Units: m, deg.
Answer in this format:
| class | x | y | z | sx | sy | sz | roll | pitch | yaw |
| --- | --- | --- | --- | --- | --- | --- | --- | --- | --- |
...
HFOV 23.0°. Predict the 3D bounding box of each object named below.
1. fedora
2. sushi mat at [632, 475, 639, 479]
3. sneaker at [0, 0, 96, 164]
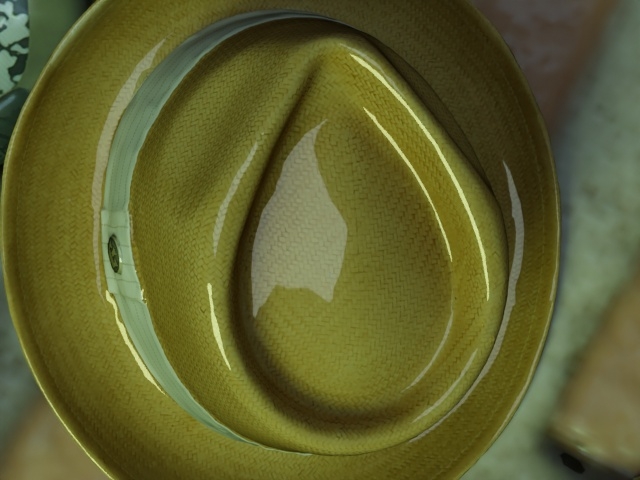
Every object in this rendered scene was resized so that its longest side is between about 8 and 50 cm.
| class | x | y | z | sx | sy | sz | roll | pitch | yaw |
| --- | --- | --- | --- | --- | --- | --- | --- | --- | --- |
| fedora | 0.000 | 0.000 | 0.461 | 0.194 | 0.079 | 0.194 | -1 | 93 | -16 |
| sushi mat | 0.189 | 0.207 | 0.473 | 0.151 | 0.019 | 0.316 | -20 | 81 | 3 |
| sneaker | -0.214 | -0.194 | 0.481 | 0.158 | 0.182 | 0.410 | -34 | 81 | -1 |
